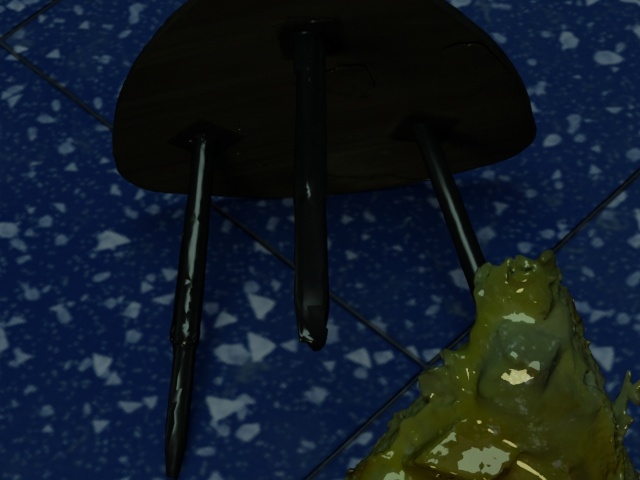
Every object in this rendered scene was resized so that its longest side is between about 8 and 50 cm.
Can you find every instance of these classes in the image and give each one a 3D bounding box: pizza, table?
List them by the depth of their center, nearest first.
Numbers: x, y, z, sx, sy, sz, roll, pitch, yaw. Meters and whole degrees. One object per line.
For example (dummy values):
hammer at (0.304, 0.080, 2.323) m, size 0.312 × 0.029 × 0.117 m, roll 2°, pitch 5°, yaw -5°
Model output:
pizza at (0.096, 0.141, 0.928) m, size 0.280 × 0.288 × 0.075 m, roll 3°, pitch 23°, yaw 5°
table at (0.000, 0.000, 1.051) m, size 0.317 × 0.317 × 0.249 m, roll -5°, pitch 64°, yaw 2°
